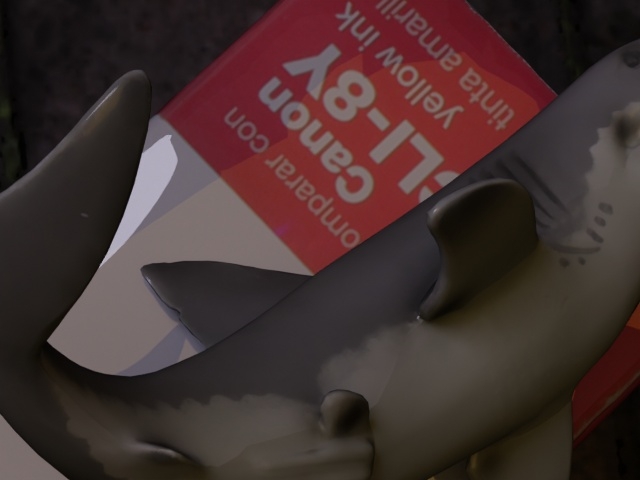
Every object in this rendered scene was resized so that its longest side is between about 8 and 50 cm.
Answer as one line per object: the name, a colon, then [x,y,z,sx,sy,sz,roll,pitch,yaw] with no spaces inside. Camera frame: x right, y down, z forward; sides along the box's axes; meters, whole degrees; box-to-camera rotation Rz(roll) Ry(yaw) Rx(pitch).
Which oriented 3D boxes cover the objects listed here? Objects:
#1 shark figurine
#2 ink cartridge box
shark figurine: [-0.020,0.018,0.446,0.116,0.278,0.166,28,114,38]
ink cartridge box: [-0.078,0.103,0.633,0.384,0.279,0.160,-44,88,-9]
